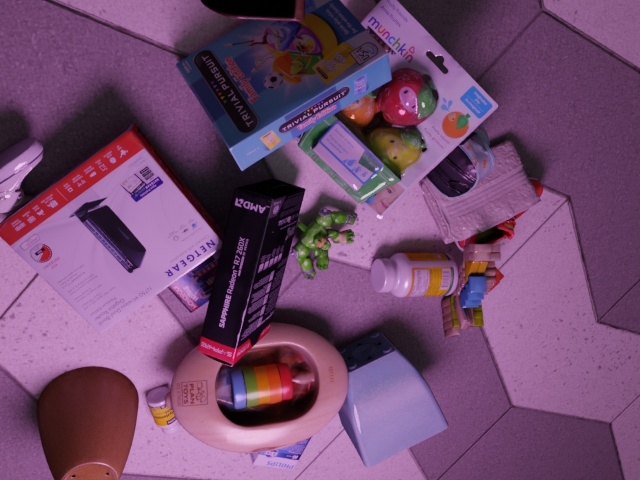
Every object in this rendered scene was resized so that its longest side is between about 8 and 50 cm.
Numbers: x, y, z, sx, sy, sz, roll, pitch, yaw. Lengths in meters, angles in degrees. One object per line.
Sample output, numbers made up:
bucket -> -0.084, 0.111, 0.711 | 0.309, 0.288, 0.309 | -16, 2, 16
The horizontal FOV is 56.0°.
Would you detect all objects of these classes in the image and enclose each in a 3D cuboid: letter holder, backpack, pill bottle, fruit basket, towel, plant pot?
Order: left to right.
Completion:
plant pot -> -0.532, 0.461, 1.384 | 0.237, 0.254, 0.237 | -9, 117, -17
pill bottle -> -0.397, 0.436, 1.534 | 0.065, 0.065, 0.116 | -18, 121, -12
letter holder -> -0.170, -0.469, 1.018 | 0.214, 0.302, 0.152 | -7, 118, -18
plant pot -> 0.157, 0.402, 1.637 | 0.247, 0.247, 0.252 | -24, 108, -8
fruit basket -> 0.132, -0.264, 1.260 | 0.327, 0.165, 0.353 | 44, 114, -9
pill bottle -> 0.243, 0.090, 1.575 | 0.208, 0.117, 0.118 | 0, 116, -21
backpack -> 0.308, -0.202, 1.394 | 0.144, 0.166, 0.188 | -31, 84, -33
towel -> 0.402, -0.123, 1.521 | 0.282, 0.049, 0.187 | -26, 90, -9

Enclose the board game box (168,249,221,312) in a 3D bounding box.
board game box -> -0.316, 0.064, 1.378 | 0.194, 0.060, 0.194 | -33, 123, -1

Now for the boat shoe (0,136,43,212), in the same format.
boat shoe -> -0.623, -0.091, 1.160 | 0.267, 0.096, 0.088 | -40, 127, 3

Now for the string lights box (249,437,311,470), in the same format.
string lights box -> -0.087, 0.517, 1.690 | 0.133, 0.077, 0.260 | 20, 107, -28

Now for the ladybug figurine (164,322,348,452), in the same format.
ladybug figurine -> -0.157, 0.362, 1.497 | 0.449, 0.162, 0.305 | -1, 76, -16

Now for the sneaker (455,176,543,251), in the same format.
sneaker -> 0.489, -0.053, 1.597 | 0.279, 0.118, 0.107 | -39, 124, 2

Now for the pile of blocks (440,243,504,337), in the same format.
pile of blocks -> 0.415, 0.141, 1.579 | 0.112, 0.149, 0.362 | -1, 140, -6

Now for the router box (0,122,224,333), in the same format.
router box -> -0.417, -0.020, 1.234 | 0.335, 0.082, 0.301 | -36, 113, 4

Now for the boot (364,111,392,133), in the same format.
boot -> 0.152, -0.268, 1.406 | 0.118, 0.042, 0.087 | -8, 124, -16

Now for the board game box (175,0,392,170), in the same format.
board game box -> -0.074, -0.325, 1.156 | 0.336, 0.254, 0.079 | -32, 152, -4

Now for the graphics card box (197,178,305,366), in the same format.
graphics card box -> -0.146, 0.058, 1.317 | 0.094, 0.233, 0.371 | 19, 105, 12

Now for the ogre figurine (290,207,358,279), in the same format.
ogre figurine -> 0.000, 0.000, 1.454 | 0.197, 0.097, 0.118 | -38, 142, 18
